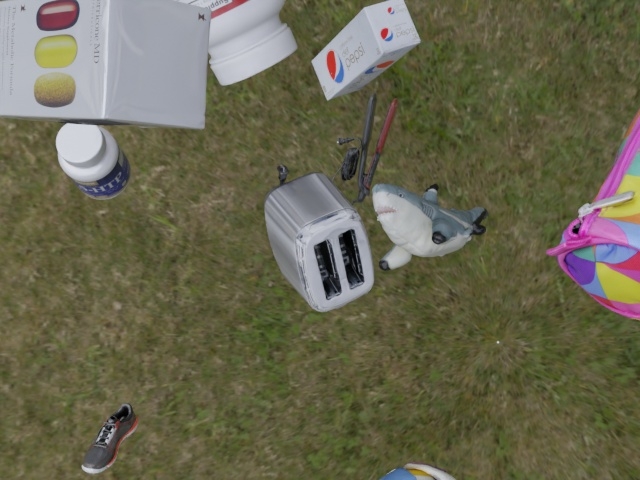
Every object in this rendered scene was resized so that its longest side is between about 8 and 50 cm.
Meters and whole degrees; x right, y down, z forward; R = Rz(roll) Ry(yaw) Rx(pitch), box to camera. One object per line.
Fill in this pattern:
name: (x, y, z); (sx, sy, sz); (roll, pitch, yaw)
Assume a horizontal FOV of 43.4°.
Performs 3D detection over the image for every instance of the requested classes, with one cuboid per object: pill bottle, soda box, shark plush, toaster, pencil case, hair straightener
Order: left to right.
pill bottle: (-0.431, -0.155, 1.520); (0.112, 0.186, 0.112); (0, 76, 0)
pill bottle: (-0.207, -0.516, 1.526); (0.229, 0.229, 0.407); (-23, 112, 9)
toaster: (0.000, 0.000, 1.238); (0.129, 0.227, 0.146); (-23, 38, -15)
hair straightener: (0.073, -0.170, 1.518); (0.089, 0.047, 0.230); (19, 118, 8)
soda box: (0.063, -0.286, 1.220); (0.069, 0.216, 0.074); (-22, 90, -23)
shark plush: (0.112, -0.025, 0.728); (0.073, 0.161, 0.067); (-36, 70, 51)
pencil case: (0.253, -0.056, 0.554); (0.104, 0.104, 0.236); (31, 71, 14)

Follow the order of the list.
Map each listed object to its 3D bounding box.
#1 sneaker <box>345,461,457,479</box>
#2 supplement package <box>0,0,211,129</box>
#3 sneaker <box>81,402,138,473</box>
sneaker: (0.033, 0.132, 0.370); (0.069, 0.185, 0.084); (-44, 117, -33)
supplement package: (-0.254, -0.201, 0.911); (0.244, 0.134, 0.139); (9, 97, 42)
sneaker: (-0.408, 0.371, 1.536); (0.061, 0.158, 0.065); (10, 126, 15)
